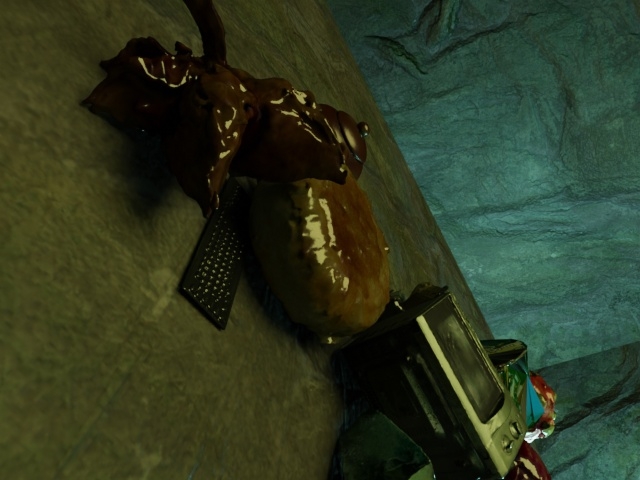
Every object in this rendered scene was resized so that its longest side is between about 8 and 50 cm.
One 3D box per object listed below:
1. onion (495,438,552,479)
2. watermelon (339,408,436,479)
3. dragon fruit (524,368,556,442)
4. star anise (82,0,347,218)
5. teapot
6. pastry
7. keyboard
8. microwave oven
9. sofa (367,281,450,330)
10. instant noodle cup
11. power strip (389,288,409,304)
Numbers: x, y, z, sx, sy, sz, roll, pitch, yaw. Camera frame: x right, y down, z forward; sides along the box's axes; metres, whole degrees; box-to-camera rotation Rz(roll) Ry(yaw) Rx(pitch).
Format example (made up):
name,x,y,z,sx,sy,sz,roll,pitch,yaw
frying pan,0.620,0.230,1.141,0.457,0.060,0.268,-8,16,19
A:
name,x,y,z,sx,sy,sz,roll,pitch,yaw
onion,0.296,0.396,0.750,0.200,0.200,0.207,48,23,-39
watermelon,0.094,0.328,0.502,0.241,0.094,0.154,67,-8,-10
dragon fruit,0.612,0.504,1.372,0.303,0.231,0.237,46,38,-21
star anise,-0.121,-0.150,0.389,0.346,0.148,0.237,46,25,-28
teapot,0.033,-0.185,0.843,0.178,0.135,0.252,53,22,-21
pastry,-0.001,0.004,0.562,0.235,0.120,0.257,24,54,-57
keyboard,-0.102,0.001,0.472,0.067,0.011,0.202,54,23,-31
microwave oven,0.144,0.199,0.576,0.129,0.163,0.205,-18,77,-51
sofa,0.175,0.208,0.766,0.258,0.182,0.200,64,4,4
instant noodle cup,0.426,0.369,1.094,0.240,0.240,0.178,-14,88,-69
power strip,0.195,0.226,0.895,0.272,0.052,0.078,68,20,7
